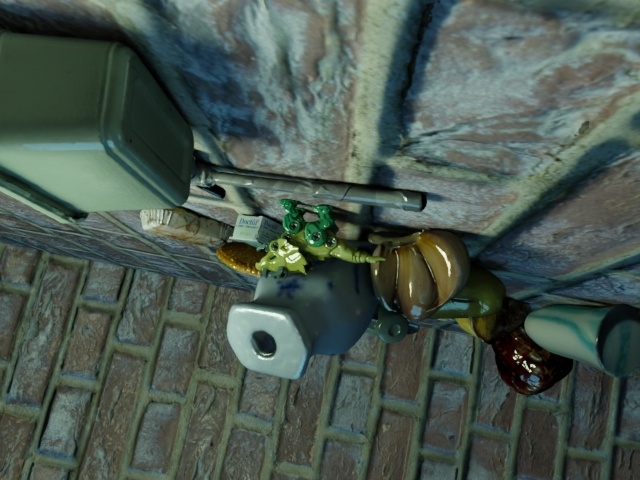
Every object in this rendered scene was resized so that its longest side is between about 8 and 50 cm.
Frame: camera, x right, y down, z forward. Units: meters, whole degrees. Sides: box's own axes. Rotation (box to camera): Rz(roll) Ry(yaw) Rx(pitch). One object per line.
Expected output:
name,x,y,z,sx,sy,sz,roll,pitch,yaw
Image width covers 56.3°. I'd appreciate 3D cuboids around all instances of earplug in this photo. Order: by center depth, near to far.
earplug,0.693,0.250,1.653,0.185,0.184,0.324,17,174,-25

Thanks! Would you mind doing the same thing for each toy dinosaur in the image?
toy dinosaur,0.000,0.000,1.167,0.260,0.153,0.094,0,168,14

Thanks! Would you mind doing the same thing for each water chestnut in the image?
water chestnut,0.701,0.363,1.967,0.245,0.288,0.289,-10,158,36

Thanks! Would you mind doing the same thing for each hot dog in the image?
hot dog,-0.337,-0.037,1.507,0.131,0.069,0.253,-12,158,43

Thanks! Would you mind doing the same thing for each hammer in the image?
hammer,-0.038,-0.089,0.997,0.428,0.044,0.152,8,169,14

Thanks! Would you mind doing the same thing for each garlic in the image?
garlic,0.212,0.061,1.214,0.214,0.191,0.160,-9,-176,31

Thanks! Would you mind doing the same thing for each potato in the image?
potato,0.309,0.120,1.416,0.248,0.143,0.169,4,180,30

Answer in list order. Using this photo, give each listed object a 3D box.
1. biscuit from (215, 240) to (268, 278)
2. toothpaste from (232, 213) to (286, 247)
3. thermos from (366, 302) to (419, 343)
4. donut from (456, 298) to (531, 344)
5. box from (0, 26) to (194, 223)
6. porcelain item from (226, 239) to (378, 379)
biscuit,-0.154,0.051,1.611,0.254,0.035,0.254,16,-167,-4
toothpaste,-0.072,0.015,1.483,0.081,0.067,0.337,5,167,36
thermos,0.125,0.156,1.509,0.182,0.144,0.286,10,-164,-15
donut,0.486,0.224,1.770,0.295,0.151,0.112,18,177,-34
box,-0.282,-0.130,0.748,0.183,0.175,0.312,2,168,4
porcelain item,-0.004,0.128,1.275,0.243,0.178,0.405,4,-160,31
